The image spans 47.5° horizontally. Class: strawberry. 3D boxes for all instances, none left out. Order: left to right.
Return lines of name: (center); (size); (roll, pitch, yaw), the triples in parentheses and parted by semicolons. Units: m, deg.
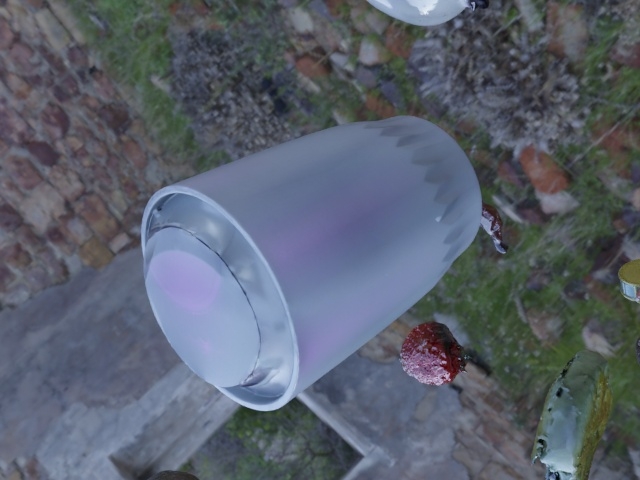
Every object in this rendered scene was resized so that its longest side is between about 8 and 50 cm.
strawberry: (0.163, 0.170, 1.075); (0.106, 0.106, 0.106); (43, 166, 14)

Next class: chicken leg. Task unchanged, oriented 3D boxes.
chicken leg: (0.348, -0.054, 1.608); (0.219, 0.048, 0.089); (33, 143, -11)

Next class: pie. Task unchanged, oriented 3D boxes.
pie: (0.433, 0.339, 1.237); (0.078, 0.296, 0.371); (13, 138, 30)

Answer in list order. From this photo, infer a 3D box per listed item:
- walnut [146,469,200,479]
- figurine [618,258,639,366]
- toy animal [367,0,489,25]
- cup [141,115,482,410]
walnut: (-0.316, 0.573, 1.462); (0.224, 0.224, 0.224); (43, 166, 14)
figurine: (0.605, 0.156, 1.239); (0.158, 0.161, 0.275); (11, 122, 52)
toy animal: (0.111, -0.354, 0.712); (0.251, 0.251, 0.310); (48, 173, -9)
cup: (0.000, 0.000, 0.837); (0.253, 0.371, 0.253); (29, 133, 35)
